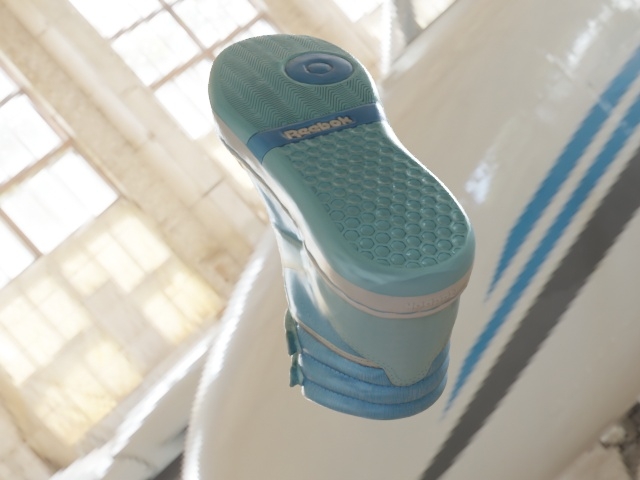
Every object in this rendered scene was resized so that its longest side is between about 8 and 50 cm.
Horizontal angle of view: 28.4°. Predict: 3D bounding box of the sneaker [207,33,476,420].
[{"bbox_3d":[0.000,0.000,0.920,0.127,0.319,0.208,-12,-48,-15],"label":"sneaker"}]
